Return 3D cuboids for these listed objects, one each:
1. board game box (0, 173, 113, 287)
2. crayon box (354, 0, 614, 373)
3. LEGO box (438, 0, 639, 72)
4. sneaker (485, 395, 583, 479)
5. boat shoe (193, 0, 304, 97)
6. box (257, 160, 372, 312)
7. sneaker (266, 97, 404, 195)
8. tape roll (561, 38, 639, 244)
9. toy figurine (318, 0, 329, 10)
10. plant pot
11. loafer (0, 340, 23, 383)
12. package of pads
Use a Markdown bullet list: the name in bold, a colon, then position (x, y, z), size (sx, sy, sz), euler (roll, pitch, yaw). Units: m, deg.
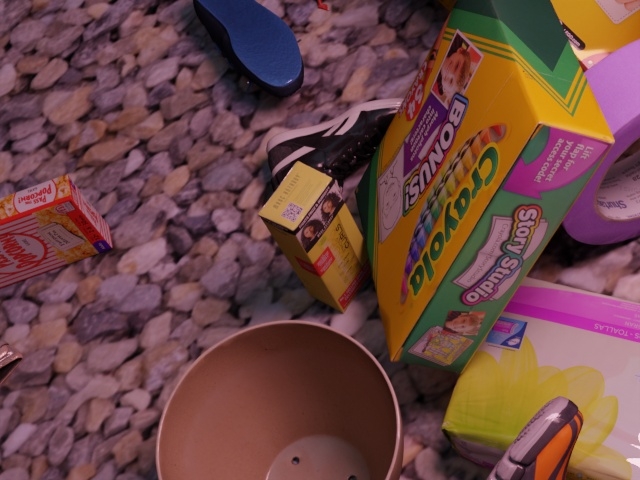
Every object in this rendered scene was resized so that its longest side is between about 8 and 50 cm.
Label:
- **board game box**: position (-0.402, -0.008, 1.950), size (0.193, 0.147, 0.045), euler (-19, 59, 7)
- **crayon box**: position (0.172, -0.081, 1.663), size (0.106, 0.363, 0.313), euler (14, 37, -19)
- **LEGO box**: position (0.320, -0.434, 1.857), size (0.372, 0.193, 0.500), euler (-41, 77, -8)
- **sneaker**: position (0.244, 0.333, 1.549), size (0.180, 0.124, 0.321), euler (31, 112, 13)
- **boat shoe**: position (-0.094, -0.285, 2.047), size (0.109, 0.089, 0.258), euler (-23, 52, -12)
- **box**: position (0.000, 0.000, 1.774), size (0.058, 0.232, 0.087), euler (28, 73, 28)
- **sneaker**: position (0.037, -0.104, 1.918), size (0.216, 0.079, 0.121), euler (-18, 62, 16)
- **tape roll**: position (0.385, -0.119, 1.699), size (0.274, 0.275, 0.090), euler (-30, 57, -1)
- **toy figurine**: position (0.028, -0.530, 2.013), size (0.362, 0.217, 0.191), euler (-42, 62, 11)
- **plant pot**: position (-0.028, 0.261, 1.666), size (0.284, 0.191, 0.284), euler (-7, 61, 12)
- **loafer**: position (-0.450, 0.193, 1.918), size (0.039, 0.045, 0.125), euler (27, 70, 20)
- **package of pads**: position (0.309, 0.179, 1.662), size (0.296, 0.101, 0.229), euler (12, 66, 23)
